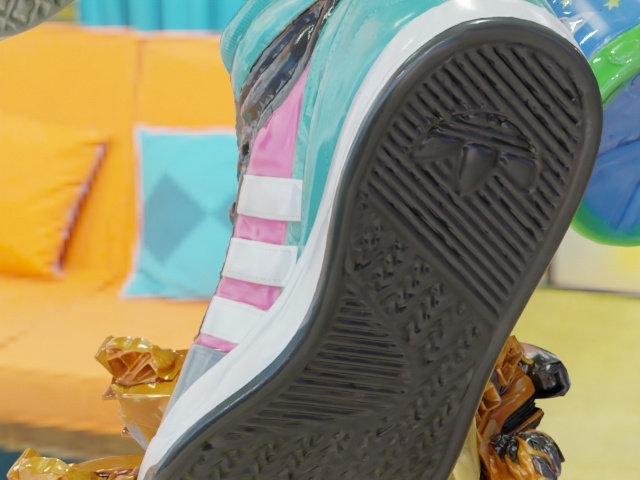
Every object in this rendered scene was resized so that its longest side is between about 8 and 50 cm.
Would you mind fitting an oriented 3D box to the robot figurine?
[{"bbox_3d":[-0.013,0.109,0.957,0.291,0.085,0.211,-6,34,31],"label":"robot figurine"}]

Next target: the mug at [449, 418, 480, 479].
[{"bbox_3d":[0.042,0.092,0.796,0.062,0.064,0.078,-9,28,13],"label":"mug"}]

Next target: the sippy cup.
[{"bbox_3d":[0.252,-0.152,1.523,0.305,0.240,0.224,15,34,-37],"label":"sippy cup"}]

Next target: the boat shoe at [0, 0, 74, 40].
[{"bbox_3d":[-0.185,-0.313,1.531,0.156,0.186,0.500,14,37,36],"label":"boat shoe"}]

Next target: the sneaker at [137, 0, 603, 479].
[{"bbox_3d":[0.000,0.000,0.722,0.124,0.295,0.178,20,29,-18],"label":"sneaker"}]
